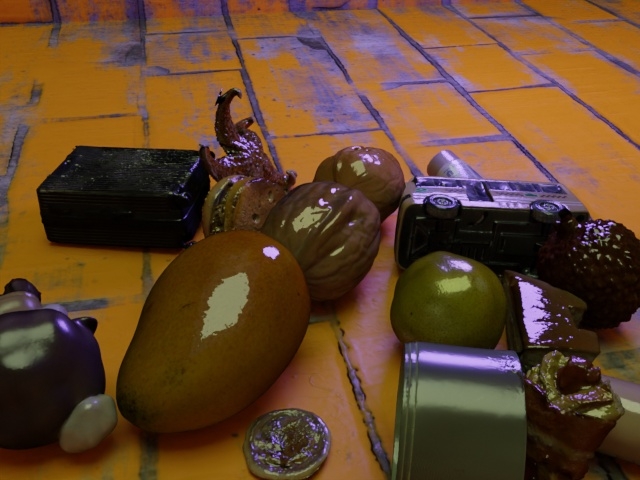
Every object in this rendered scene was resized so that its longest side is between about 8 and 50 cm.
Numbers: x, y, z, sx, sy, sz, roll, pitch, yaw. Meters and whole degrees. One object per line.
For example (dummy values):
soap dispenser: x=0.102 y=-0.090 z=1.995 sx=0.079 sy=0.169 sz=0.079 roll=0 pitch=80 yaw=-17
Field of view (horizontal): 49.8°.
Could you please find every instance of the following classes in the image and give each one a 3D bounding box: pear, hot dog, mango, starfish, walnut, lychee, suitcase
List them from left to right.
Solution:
suitcase: x=-0.410 y=-0.092 z=1.498 sx=0.335 sy=0.152 sz=0.229 roll=2 pitch=32 yaw=6
mango: x=-0.165 y=0.142 z=1.095 sx=0.264 sy=0.221 sz=0.378 roll=15 pitch=48 yaw=25
starfish: x=-0.169 y=-0.201 z=1.564 sx=0.113 sy=0.303 sz=0.312 roll=-15 pitch=32 yaw=21
walnut: x=0.000 y=0.000 z=1.312 sx=0.225 sy=0.224 sz=0.261 roll=15 pitch=40 yaw=20
walnut: x=0.084 y=-0.116 z=1.508 sx=0.196 sy=0.195 sz=0.222 roll=17 pitch=29 yaw=22
pear: x=0.215 y=0.113 z=1.166 sx=0.198 sy=0.198 sz=0.198 roll=1 pitch=34 yaw=0
hot dog: x=0.318 y=0.257 z=0.946 sx=0.103 sy=0.213 sz=0.146 roll=20 pitch=4 yaw=-45
lychee: x=0.481 y=0.047 z=1.231 sx=0.200 sy=0.238 sz=0.200 roll=-26 pitch=10 yaw=5

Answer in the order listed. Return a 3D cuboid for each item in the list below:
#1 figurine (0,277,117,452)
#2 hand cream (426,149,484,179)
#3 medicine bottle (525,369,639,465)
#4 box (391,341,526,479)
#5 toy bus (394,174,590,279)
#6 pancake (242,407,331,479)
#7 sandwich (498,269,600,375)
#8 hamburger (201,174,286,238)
figurine: x=-0.468 y=0.191 z=1.080 sx=0.218 sy=0.206 sz=0.365 roll=-9 pitch=12 yaw=-27
hand cream: x=0.357 y=-0.113 z=1.620 sx=0.133 sy=0.083 sz=0.247 roll=-17 pitch=49 yaw=-25
medicine bottle: x=0.424 y=0.258 z=1.018 sx=0.253 sy=0.114 sz=0.114 roll=14 pitch=36 yaw=19
box: x=0.177 y=0.252 z=0.920 sx=0.150 sy=0.226 sz=0.226 roll=5 pitch=34 yaw=6
toy bus: x=0.331 y=-0.029 z=1.400 sx=0.366 sy=0.176 sz=0.201 roll=3 pitch=30 yaw=-2
pancake: x=-0.050 y=0.301 z=1.024 sx=0.140 sy=0.022 sz=0.139 roll=0 pitch=33 yaw=0
sandwich: x=0.375 y=0.147 z=1.172 sx=0.128 sy=0.122 sz=0.235 roll=6 pitch=35 yaw=3
hamburger: x=-0.161 y=-0.038 z=1.400 sx=0.118 sy=0.182 sz=0.190 roll=3 pitch=61 yaw=37
